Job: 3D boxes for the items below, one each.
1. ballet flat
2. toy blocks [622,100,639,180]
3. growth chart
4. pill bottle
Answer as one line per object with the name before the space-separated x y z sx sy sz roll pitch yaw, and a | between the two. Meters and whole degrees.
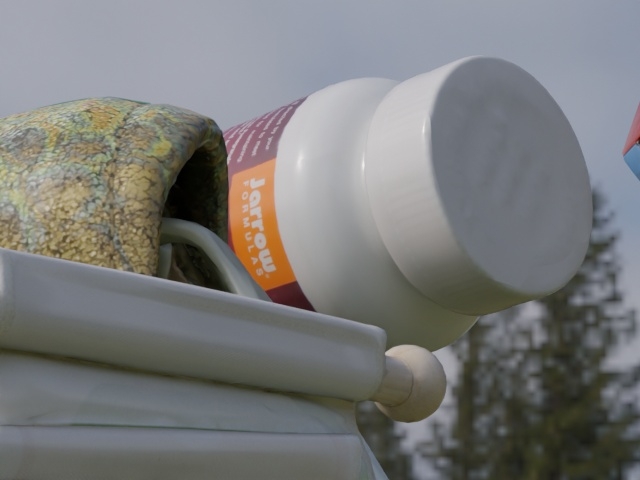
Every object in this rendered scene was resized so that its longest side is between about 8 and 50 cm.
ballet flat | -0.017 0.127 0.472 0.123 0.348 0.123 -18 -9 -3
toy blocks | 0.304 -0.048 0.889 0.191 0.261 0.381 -22 -21 -39
growth chart | -0.030 0.116 0.328 0.021 0.237 0.172 -5 -20 35
pill bottle | 0.000 0.000 0.856 0.121 0.121 0.221 13 -23 -42
